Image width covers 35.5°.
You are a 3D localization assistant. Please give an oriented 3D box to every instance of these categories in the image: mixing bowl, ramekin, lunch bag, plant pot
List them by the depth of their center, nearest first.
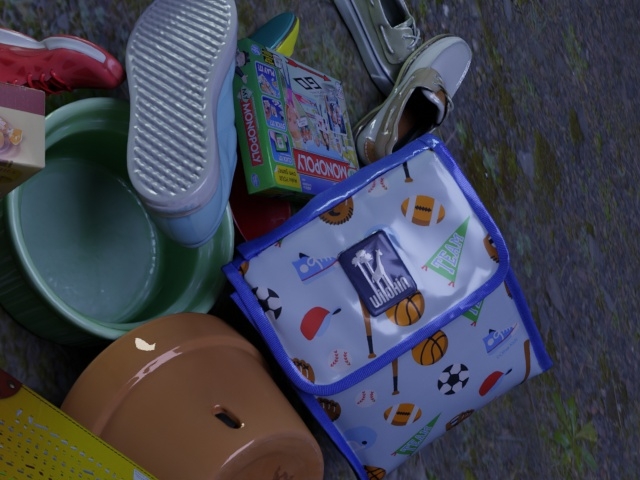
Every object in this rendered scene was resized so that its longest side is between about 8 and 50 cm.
[{"bbox_3d":[-0.136,0.255,1.149,0.291,0.203,0.291,-23,127,-34],"label":"plant pot"},{"bbox_3d":[-0.272,-0.011,1.240,0.303,0.148,0.303,15,66,-38],"label":"ramekin"},{"bbox_3d":[0.086,0.090,1.308,0.328,0.239,0.385,-32,125,-6],"label":"lunch bag"},{"bbox_3d":[-0.127,-0.054,1.399,0.181,0.098,0.181,42,41,-51],"label":"mixing bowl"}]

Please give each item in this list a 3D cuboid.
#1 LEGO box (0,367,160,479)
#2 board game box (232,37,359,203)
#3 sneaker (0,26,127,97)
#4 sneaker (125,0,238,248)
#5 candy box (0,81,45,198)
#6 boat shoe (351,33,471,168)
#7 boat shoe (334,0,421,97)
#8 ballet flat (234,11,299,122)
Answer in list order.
[{"bbox_3d":[-0.264,0.405,0.942,0.500,0.372,0.193,42,13,-23],"label":"LEGO box"},{"bbox_3d":[-0.032,-0.162,1.493,0.317,0.046,0.213,5,71,-65],"label":"board game box"},{"bbox_3d":[-0.347,-0.181,1.213,0.128,0.221,0.087,-67,150,-21],"label":"sneaker"},{"bbox_3d":[-0.164,-0.153,1.218,0.135,0.150,0.366,1,57,5],"label":"sneaker"},{"bbox_3d":[-0.429,-0.076,1.008,0.183,0.316,0.087,8,71,-39],"label":"candy box"},{"bbox_3d":[0.172,-0.229,1.675,0.302,0.103,0.113,-52,123,-19],"label":"boat shoe"},{"bbox_3d":[0.122,-0.355,1.737,0.302,0.094,0.109,56,48,-14],"label":"boat shoe"},{"bbox_3d":[-0.097,-0.261,1.538,0.231,0.077,0.077,-54,133,-35],"label":"ballet flat"}]
